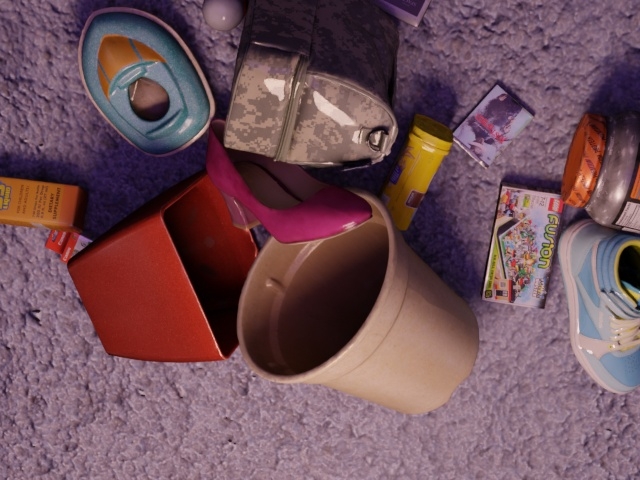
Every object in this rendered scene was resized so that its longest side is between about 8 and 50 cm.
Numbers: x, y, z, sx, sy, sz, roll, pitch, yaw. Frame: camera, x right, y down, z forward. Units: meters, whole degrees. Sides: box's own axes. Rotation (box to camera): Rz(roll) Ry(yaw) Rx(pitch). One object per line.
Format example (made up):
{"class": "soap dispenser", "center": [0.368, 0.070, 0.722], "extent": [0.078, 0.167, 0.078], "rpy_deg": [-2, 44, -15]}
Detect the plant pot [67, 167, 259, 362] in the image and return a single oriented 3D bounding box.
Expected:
{"class": "plant pot", "center": [-0.263, 0.056, 1.966], "extent": [0.235, 0.267, 0.267], "rpy_deg": [-16, 105, 22]}

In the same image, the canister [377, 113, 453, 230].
{"class": "canister", "center": [0.152, -0.113, 1.936], "extent": [0.073, 0.126, 0.170], "rpy_deg": [25, 109, -3]}

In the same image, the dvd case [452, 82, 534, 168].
{"class": "dvd case", "center": [0.288, -0.192, 1.958], "extent": [0.087, 0.013, 0.119], "rpy_deg": [41, 106, -7]}

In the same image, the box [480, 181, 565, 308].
{"class": "box", "center": [0.348, 0.009, 1.999], "extent": [0.114, 0.036, 0.207], "rpy_deg": [8, 107, 3]}

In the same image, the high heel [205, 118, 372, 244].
{"class": "high heel", "center": [-0.065, -0.100, 1.818], "extent": [0.377, 0.127, 0.181], "rpy_deg": [5, 118, 51]}

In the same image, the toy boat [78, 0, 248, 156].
{"class": "toy boat", "center": [-0.247, -0.303, 1.903], "extent": [0.318, 0.148, 0.267], "rpy_deg": [-38, 100, 14]}

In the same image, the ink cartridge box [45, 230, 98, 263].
{"class": "ink cartridge box", "center": [-0.433, 0.015, 2.075], "extent": [0.115, 0.029, 0.063], "rpy_deg": [26, 107, -3]}

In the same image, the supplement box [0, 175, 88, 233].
{"class": "supplement box", "center": [-0.530, -0.067, 2.027], "extent": [0.233, 0.080, 0.078], "rpy_deg": [6, 82, 6]}

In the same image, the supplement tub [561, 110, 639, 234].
{"class": "supplement tub", "center": [0.561, -0.096, 1.867], "extent": [0.315, 0.193, 0.194], "rpy_deg": [14, 107, 1]}

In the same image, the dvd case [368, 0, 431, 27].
{"class": "dvd case", "center": [0.132, -0.490, 1.876], "extent": [0.179, 0.029, 0.239], "rpy_deg": [26, 106, -3]}

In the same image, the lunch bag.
{"class": "lunch bag", "center": [-0.002, -0.258, 1.808], "extent": [0.255, 0.305, 0.213], "rpy_deg": [11, 131, -3]}

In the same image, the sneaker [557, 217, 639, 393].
{"class": "sneaker", "center": [0.505, 0.127, 1.920], "extent": [0.127, 0.208, 0.319], "rpy_deg": [-24, 105, -16]}

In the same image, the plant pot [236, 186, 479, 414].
{"class": "plant pot", "center": [0.086, 0.129, 1.904], "extent": [0.334, 0.334, 0.305], "rpy_deg": [-45, 129, 15]}

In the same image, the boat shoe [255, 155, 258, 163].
{"class": "boat shoe", "center": [-0.094, -0.165, 1.981], "extent": [0.072, 0.068, 0.190], "rpy_deg": [8, 100, 18]}
